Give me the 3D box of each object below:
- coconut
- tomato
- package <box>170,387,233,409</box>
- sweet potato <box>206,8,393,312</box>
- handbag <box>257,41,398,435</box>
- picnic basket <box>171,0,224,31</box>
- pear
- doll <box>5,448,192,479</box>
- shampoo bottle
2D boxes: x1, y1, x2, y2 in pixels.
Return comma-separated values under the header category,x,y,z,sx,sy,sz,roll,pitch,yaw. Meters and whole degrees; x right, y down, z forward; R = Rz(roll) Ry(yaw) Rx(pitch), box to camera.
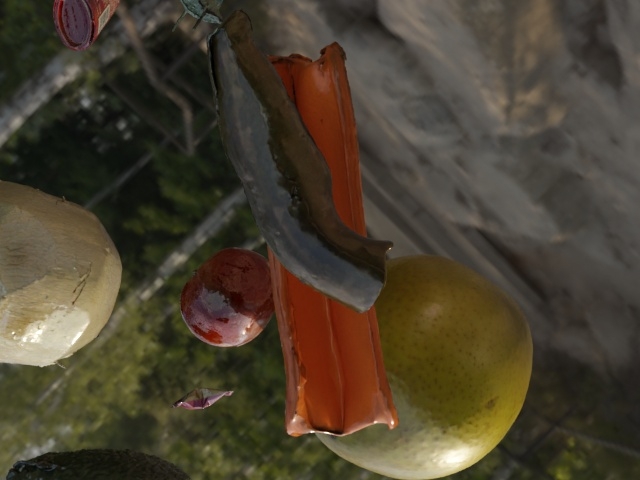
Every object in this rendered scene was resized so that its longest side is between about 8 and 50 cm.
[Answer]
category,x,y,z,sx,sy,sz,roll,pitch,yaw
coconut,-0.582,0.057,2.025,0.360,0.346,0.346,21,-161,-39
tomato,-0.139,0.082,1.608,0.139,0.159,0.091,44,179,9
package,-0.165,0.219,1.503,0.059,0.083,0.029,143,116,-70
sweet potato,-0.023,-0.065,0.946,0.085,0.112,0.285,-37,-71,-48
handbag,0.000,0.000,1.191,0.303,0.116,0.409,45,-143,-87
picnic basket,-0.157,-0.303,1.398,0.083,0.083,0.065,46,166,-34
pear,0.160,0.198,1.730,0.418,0.362,0.362,-18,-123,-47
doll,-0.369,0.467,1.814,0.350,0.247,0.247,8,170,22
shampoo bottle,-0.426,-0.460,2.024,0.314,0.076,0.118,-86,-11,-61
